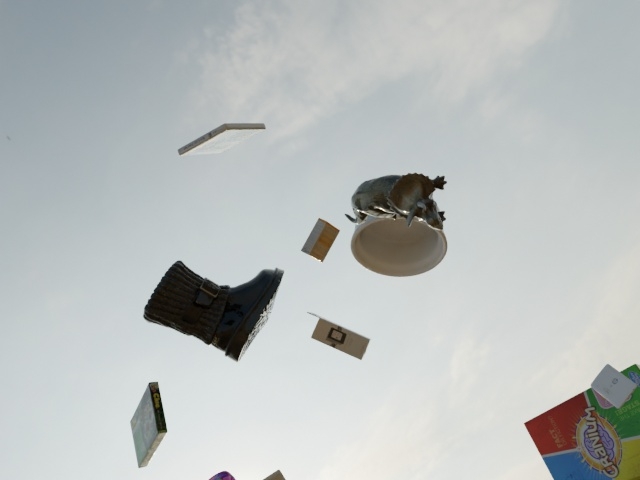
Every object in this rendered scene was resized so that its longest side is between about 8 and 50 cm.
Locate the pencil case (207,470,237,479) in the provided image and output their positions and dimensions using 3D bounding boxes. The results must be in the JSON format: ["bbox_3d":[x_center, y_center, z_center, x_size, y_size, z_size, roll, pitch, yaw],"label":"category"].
[{"bbox_3d":[-0.178,0.633,1.475,0.104,0.104,0.236,-38,-70,-16],"label":"pencil case"}]

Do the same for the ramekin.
[{"bbox_3d":[0.229,-0.026,1.909,0.277,0.135,0.277,4,-40,4],"label":"ramekin"}]

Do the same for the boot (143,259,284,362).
[{"bbox_3d":[-0.249,0.128,1.610,0.348,0.260,0.131,-56,-11,-60],"label":"boot"}]

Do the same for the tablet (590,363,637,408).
[{"bbox_3d":[0.531,0.264,1.186,0.006,0.083,0.054,32,-83,-21],"label":"tablet"}]

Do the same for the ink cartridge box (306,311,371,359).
[{"bbox_3d":[0.039,0.250,1.719,0.104,0.180,0.060,48,-115,-80],"label":"ink cartridge box"}]

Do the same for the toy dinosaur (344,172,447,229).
[{"bbox_3d":[0.136,-0.084,1.236,0.160,0.313,0.121,12,-91,-39],"label":"toy dinosaur"}]

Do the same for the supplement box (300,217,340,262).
[{"bbox_3d":[0.000,0.000,1.683,0.062,0.036,0.098,33,-95,-47],"label":"supplement box"}]

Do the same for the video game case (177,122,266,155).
[{"bbox_3d":[-0.219,-0.227,1.464,0.143,0.019,0.157,-22,-2,29],"label":"video game case"}]

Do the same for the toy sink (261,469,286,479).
[{"bbox_3d":[-0.135,0.772,1.813,0.152,0.131,0.234,-27,-37,-20],"label":"toy sink"}]

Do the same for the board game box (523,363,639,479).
[{"bbox_3d":[0.690,0.480,1.570,0.316,0.242,0.064,-38,-33,23],"label":"board game box"}]

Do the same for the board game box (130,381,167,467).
[{"bbox_3d":[-0.450,0.483,1.699,0.030,0.136,0.260,-4,-33,-31],"label":"board game box"}]
